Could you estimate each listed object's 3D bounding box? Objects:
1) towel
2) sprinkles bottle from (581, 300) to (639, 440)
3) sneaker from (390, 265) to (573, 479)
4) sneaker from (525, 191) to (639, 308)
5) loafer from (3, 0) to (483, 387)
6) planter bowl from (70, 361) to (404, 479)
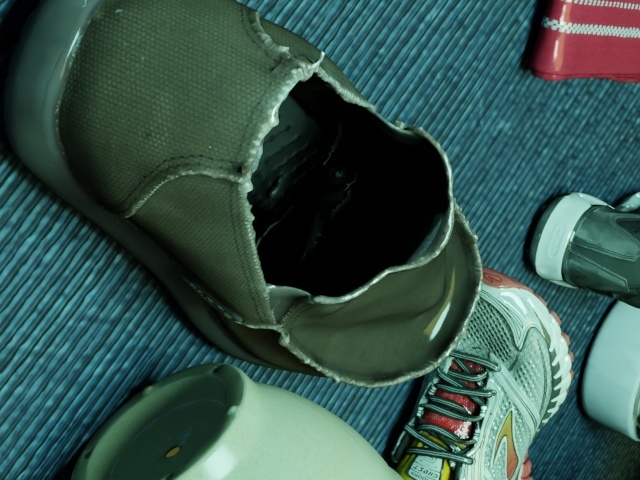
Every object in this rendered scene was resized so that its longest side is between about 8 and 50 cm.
[{"bbox_3d":[0.214,-0.232,1.009,0.199,0.031,0.275,-8,114,-53],"label":"towel"},{"bbox_3d":[0.376,0.148,1.190,0.121,0.355,0.121,-36,138,-41],"label":"sprinkles bottle"},{"bbox_3d":[0.097,0.119,1.002,0.092,0.088,0.225,-30,133,-44],"label":"sneaker"},{"bbox_3d":[0.242,0.013,1.138,0.234,0.106,0.078,0,111,-57],"label":"sneaker"},{"bbox_3d":[0.000,0.000,0.731,0.134,0.130,0.366,-64,149,-4],"label":"loafer"},{"bbox_3d":[-0.048,0.127,0.740,0.162,0.162,0.109,-48,117,-29],"label":"planter bowl"}]
